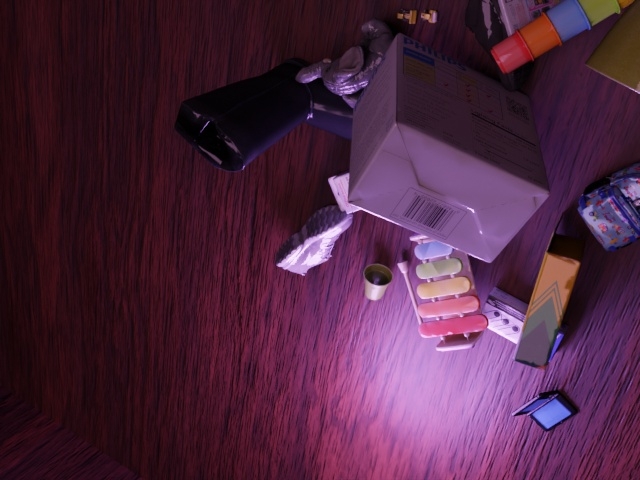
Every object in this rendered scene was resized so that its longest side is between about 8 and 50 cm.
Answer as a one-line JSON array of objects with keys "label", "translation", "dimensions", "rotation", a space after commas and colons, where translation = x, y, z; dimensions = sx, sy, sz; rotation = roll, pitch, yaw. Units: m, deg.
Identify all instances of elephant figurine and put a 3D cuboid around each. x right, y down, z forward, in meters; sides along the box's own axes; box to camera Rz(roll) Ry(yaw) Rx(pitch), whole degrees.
[{"label": "elephant figurine", "translation": [0.084, -0.395, 1.907], "dimensions": [0.239, 0.186, 0.169], "rotation": [-36, 101, 1]}]

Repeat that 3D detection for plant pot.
[{"label": "plant pot", "translation": [0.692, -0.402, 1.501], "dimensions": [0.274, 0.275, 0.294], "rotation": [32, 112, 18]}, {"label": "plant pot", "translation": [0.153, 0.121, 2.220], "dimensions": [0.083, 0.083, 0.079], "rotation": [29, 137, 20]}]

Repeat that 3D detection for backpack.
[{"label": "backpack", "translation": [0.670, -0.076, 1.744], "dimensions": [0.173, 0.117, 0.158], "rotation": [-30, 94, 37]}]

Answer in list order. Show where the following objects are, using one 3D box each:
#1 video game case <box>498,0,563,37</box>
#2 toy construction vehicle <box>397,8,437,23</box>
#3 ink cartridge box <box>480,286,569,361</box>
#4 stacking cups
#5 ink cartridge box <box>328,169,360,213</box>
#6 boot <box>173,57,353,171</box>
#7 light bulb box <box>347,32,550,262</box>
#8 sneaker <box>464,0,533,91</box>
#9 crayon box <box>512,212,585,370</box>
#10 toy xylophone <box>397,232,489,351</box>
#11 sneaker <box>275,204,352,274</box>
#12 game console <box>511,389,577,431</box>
[{"label": "video game case", "translation": [0.448, -0.492, 1.694], "dimensions": [0.019, 0.143, 0.157], "rotation": [-153, 42, -73]}, {"label": "toy construction vehicle", "translation": [0.225, -0.544, 1.872], "dimensions": [0.098, 0.035, 0.086], "rotation": [20, 122, 25]}, {"label": "ink cartridge box", "translation": [0.509, 0.211, 2.034], "dimensions": [0.207, 0.046, 0.097], "rotation": [29, 127, 19]}, {"label": "stacking cups", "translation": [0.498, -0.439, 1.619], "dimensions": [0.316, 0.096, 0.096], "rotation": [-33, 92, 14]}, {"label": "ink cartridge box", "translation": [0.105, -0.138, 2.108], "dimensions": [0.180, 0.060, 0.104], "rotation": [-19, 101, 26]}, {"label": "boot", "translation": [-0.075, -0.281, 1.935], "dimensions": [0.367, 0.445, 0.146], "rotation": [28, 125, 21]}, {"label": "light bulb box", "translation": [0.263, -0.202, 1.723], "dimensions": [0.357, 0.361, 0.225], "rotation": [23, 130, -14]}, {"label": "sneaker", "translation": [0.387, -0.468, 1.771], "dimensions": [0.130, 0.109, 0.286], "rotation": [-3, 103, 45]}, {"label": "crayon box", "translation": [0.532, 0.113, 1.842], "dimensions": [0.081, 0.202, 0.319], "rotation": [17, 110, 17]}, {"label": "toy xylophone", "translation": [0.306, 0.130, 2.080], "dimensions": [0.236, 0.081, 0.323], "rotation": [-24, 84, 40]}, {"label": "sneaker", "translation": [0.000, 0.000, 2.268], "dimensions": [0.115, 0.105, 0.281], "rotation": [32, 130, -28]}, {"label": "game console", "translation": [0.578, 0.447, 2.087], "dimensions": [0.122, 0.107, 0.071], "rotation": [-49, 53, 38]}]
